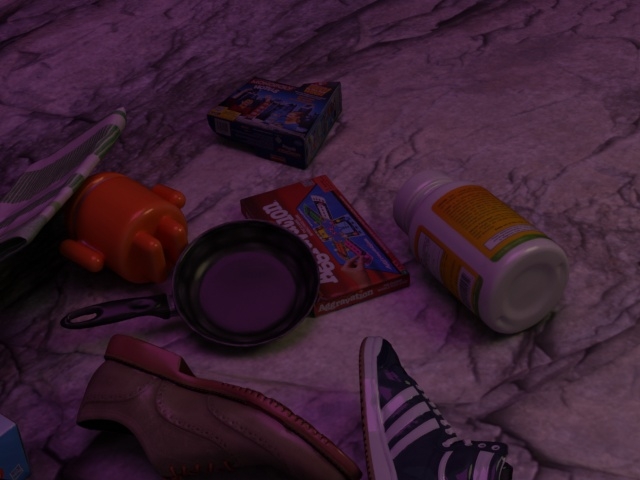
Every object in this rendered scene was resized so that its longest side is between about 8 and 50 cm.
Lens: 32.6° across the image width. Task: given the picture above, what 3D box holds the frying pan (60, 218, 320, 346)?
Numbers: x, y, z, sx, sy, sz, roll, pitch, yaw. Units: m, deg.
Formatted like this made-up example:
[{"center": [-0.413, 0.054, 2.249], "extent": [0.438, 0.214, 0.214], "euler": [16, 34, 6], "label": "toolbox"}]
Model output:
[{"center": [-0.149, 0.093, 1.434], "extent": [0.326, 0.053, 0.197], "euler": [-34, 62, -19], "label": "frying pan"}]

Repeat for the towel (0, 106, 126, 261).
[{"center": [-0.419, -0.059, 1.586], "extent": [0.248, 0.038, 0.325], "euler": [-25, 24, 35], "label": "towel"}]

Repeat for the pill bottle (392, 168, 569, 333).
[{"center": [0.204, 0.004, 1.464], "extent": [0.136, 0.136, 0.246], "euler": [-21, 40, -21], "label": "pill bottle"}]

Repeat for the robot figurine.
[{"center": [-0.274, -0.021, 1.552], "extent": [0.219, 0.128, 0.158], "euler": [29, 89, 36], "label": "robot figurine"}]

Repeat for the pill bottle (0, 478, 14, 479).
[{"center": [-0.332, 0.349, 1.056], "extent": [0.122, 0.123, 0.219], "euler": [1, 36, 6], "label": "pill bottle"}]

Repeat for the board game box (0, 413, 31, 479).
[{"center": [-0.544, 0.262, 1.226], "extent": [0.302, 0.086, 0.308], "euler": [23, 44, 31], "label": "board game box"}]

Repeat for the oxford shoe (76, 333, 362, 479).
[{"center": [-0.119, 0.227, 1.241], "extent": [0.348, 0.123, 0.130], "euler": [19, 68, 26], "label": "oxford shoe"}]

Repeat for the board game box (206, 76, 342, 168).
[{"center": [-0.056, -0.212, 1.846], "extent": [0.194, 0.060, 0.194], "euler": [18, 40, 27], "label": "board game box"}]

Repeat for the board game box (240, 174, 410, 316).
[{"center": [0.000, 0.000, 1.581], "extent": [0.145, 0.027, 0.281], "euler": [-18, 39, -17], "label": "board game box"}]

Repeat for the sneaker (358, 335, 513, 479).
[{"center": [0.125, 0.216, 1.213], "extent": [0.153, 0.099, 0.282], "euler": [-8, 43, 3], "label": "sneaker"}]
